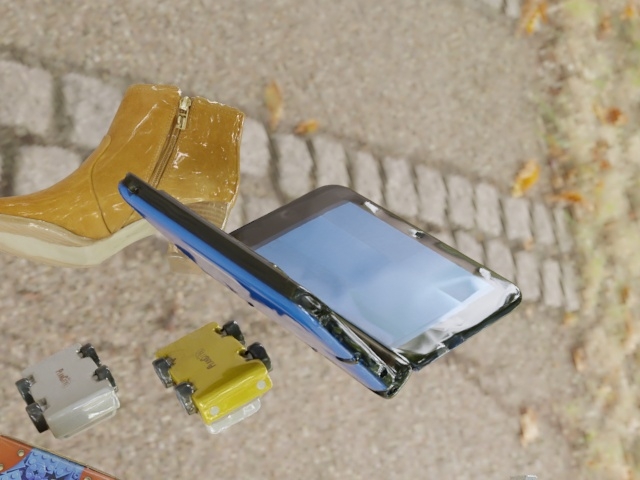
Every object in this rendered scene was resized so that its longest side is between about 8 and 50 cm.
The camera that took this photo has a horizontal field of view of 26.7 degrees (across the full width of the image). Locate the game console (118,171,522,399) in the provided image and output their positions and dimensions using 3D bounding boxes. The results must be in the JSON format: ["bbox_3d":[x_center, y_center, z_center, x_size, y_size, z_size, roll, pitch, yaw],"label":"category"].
[{"bbox_3d":[0.000,0.000,1.261,0.173,0.293,0.250,-52,139,-8],"label":"game console"}]

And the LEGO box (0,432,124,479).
[{"bbox_3d":[-0.328,0.499,1.504,0.500,0.193,0.372,83,30,-56],"label":"LEGO box"}]

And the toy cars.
[{"bbox_3d":[-0.193,0.172,1.486,0.176,0.394,0.087,-47,120,-51],"label":"toy cars"}]

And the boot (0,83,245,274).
[{"bbox_3d":[-0.237,-0.079,1.507,0.104,0.295,0.211,107,-11,-66],"label":"boot"}]

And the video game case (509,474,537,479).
[{"bbox_3d":[0.166,0.259,1.132,0.087,0.011,0.122,94,2,-79],"label":"video game case"}]
